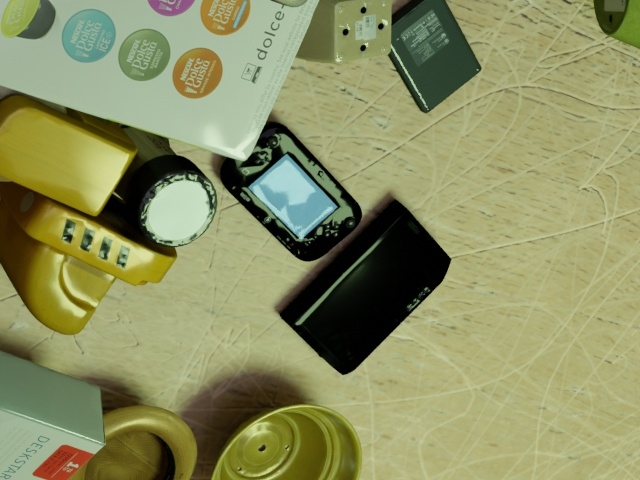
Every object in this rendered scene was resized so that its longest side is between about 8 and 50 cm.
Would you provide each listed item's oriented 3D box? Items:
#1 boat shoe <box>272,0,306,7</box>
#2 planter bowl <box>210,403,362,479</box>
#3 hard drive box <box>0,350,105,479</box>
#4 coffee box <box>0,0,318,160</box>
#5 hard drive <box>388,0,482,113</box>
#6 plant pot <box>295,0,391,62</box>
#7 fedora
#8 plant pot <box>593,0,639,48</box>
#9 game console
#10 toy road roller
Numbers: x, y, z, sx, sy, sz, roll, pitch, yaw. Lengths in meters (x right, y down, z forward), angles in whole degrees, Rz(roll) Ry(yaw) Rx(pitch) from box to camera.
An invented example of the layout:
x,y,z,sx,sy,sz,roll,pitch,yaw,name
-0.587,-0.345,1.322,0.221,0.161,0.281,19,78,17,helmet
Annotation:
x,y,z,sx,sy,sz,roll,pitch,yaw,name
-0.109,-0.314,1.366,0.324,0.123,0.116,36,91,-36,boat shoe
-0.061,0.288,2.115,0.217,0.090,0.217,-12,118,-22,planter bowl
-0.394,0.214,1.864,0.232,0.089,0.181,24,125,-35,hard drive box
-0.207,-0.322,1.588,0.334,0.338,0.338,17,104,-33,coffee box
0.135,-0.234,2.007,0.094,0.022,0.135,-39,125,-7,hard drive
0.028,-0.260,1.893,0.109,0.096,0.109,-12,118,-22,plant pot
-0.248,0.269,2.013,0.194,0.079,0.194,-16,126,-24,fedora
0.504,-0.323,2.040,0.293,0.275,0.275,0,114,-11,plant pot
0.000,0.000,2.038,0.213,0.044,0.361,-46,125,-2,game console
-0.295,-0.047,1.758,0.329,0.202,0.241,28,100,-37,toy road roller
